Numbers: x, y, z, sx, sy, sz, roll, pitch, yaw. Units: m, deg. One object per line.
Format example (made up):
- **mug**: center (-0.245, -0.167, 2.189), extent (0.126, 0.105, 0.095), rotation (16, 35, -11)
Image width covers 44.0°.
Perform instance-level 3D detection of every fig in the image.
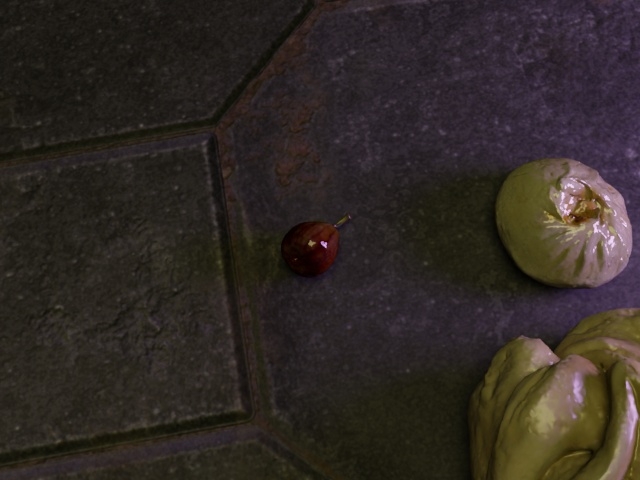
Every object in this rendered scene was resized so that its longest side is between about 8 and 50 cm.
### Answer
- **fig**: center (0.000, 0.000, 1.230), extent (0.089, 0.089, 0.125), rotation (41, 49, 15)

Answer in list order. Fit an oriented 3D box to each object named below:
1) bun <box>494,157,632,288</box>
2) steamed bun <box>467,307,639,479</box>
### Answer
- **bun**: center (0.371, -0.035, 1.194), extent (0.222, 0.127, 0.222), rotation (-1, 67, 3)
- **steamed bun**: center (0.360, 0.243, 1.030), extent (0.372, 0.230, 0.324), rotation (-21, 54, -2)
